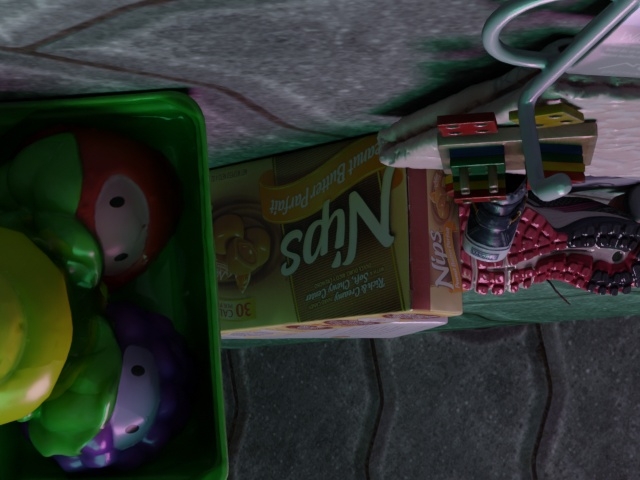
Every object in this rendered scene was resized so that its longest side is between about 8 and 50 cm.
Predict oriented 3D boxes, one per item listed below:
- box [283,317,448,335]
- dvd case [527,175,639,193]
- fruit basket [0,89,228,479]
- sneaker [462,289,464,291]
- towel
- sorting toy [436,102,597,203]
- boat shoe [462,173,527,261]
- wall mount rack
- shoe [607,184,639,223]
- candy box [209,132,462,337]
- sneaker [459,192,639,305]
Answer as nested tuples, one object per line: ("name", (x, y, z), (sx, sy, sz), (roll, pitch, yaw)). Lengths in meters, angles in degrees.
("box", (-0.043, 0.031, 1.899), (0.345, 0.168, 0.215), (0, 172, -15))
("dvd case", (0.250, -0.070, 1.774), (0.164, 0.018, 0.221), (6, 169, -41))
("fruit basket", (-0.232, 0.058, 1.359), (0.283, 0.392, 0.392), (-3, 172, 10))
("sneaker", (0.225, 0.021, 2.087), (0.121, 0.108, 0.302), (8, 167, -28))
("towel", (0.262, -0.108, 1.389), (0.331, 0.053, 0.317), (2, 170, -23))
("sorting toy", (0.169, -0.064, 1.330), (0.132, 0.046, 0.274), (-3, 171, 6))
("boat shoe", (0.186, -0.059, 1.579), (0.065, 0.083, 0.183), (15, -146, 1))
("wall mount rack", (0.302, -0.116, 1.075), (0.350, 0.130, 0.304), (1, 160, -22))
("shoe", (0.444, -0.035, 1.909), (0.178, 0.063, 0.081), (6, 172, -12))
("candy box", (0.000, 0.000, 1.633), (0.316, 0.183, 0.087), (-9, 170, 43))
("sneaker", (0.240, -0.002, 1.814), (0.299, 0.121, 0.112), (9, -160, -19))
